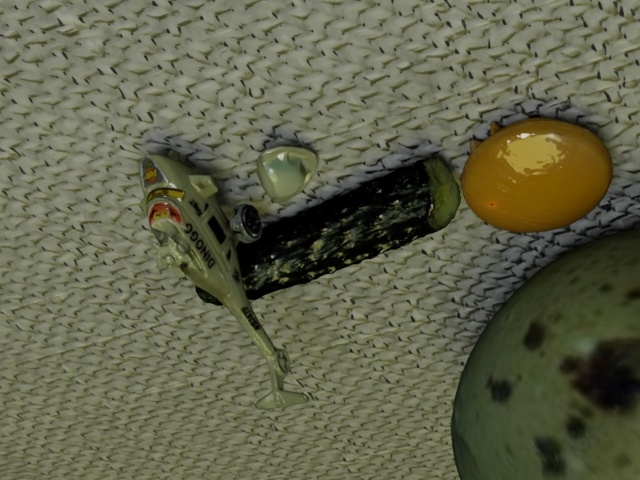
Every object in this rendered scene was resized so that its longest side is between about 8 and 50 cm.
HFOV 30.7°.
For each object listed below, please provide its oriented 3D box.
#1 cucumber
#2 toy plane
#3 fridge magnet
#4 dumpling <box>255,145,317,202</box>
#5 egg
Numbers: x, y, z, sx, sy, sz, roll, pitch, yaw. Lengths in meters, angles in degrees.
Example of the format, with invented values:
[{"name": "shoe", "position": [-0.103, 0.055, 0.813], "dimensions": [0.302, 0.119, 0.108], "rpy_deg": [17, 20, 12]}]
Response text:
[{"name": "cucumber", "position": [0.000, 0.000, 1.169], "dimensions": [0.303, 0.072, 0.081], "rpy_deg": [-22, 178, 31]}, {"name": "toy plane", "position": [-0.095, 0.038, 1.127], "dimensions": [0.092, 0.108, 0.286], "rpy_deg": [-17, 118, 28]}, {"name": "fridge magnet", "position": [0.204, -0.063, 1.105], "dimensions": [0.143, 0.063, 0.143], "rpy_deg": [0, 138, 0]}, {"name": "dumpling", "position": [-0.031, -0.067, 1.115], "dimensions": [0.059, 0.043, 0.077], "rpy_deg": [-20, 123, -2]}, {"name": "egg", "position": [0.318, 0.174, 1.176], "dimensions": [0.345, 0.345, 0.428], "rpy_deg": [19, 139, -22]}]
